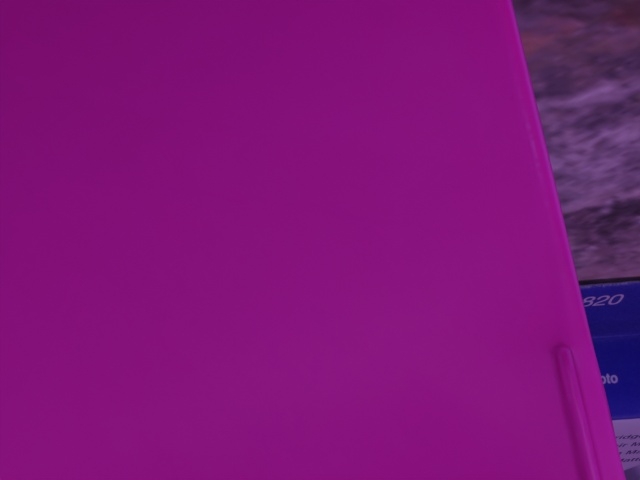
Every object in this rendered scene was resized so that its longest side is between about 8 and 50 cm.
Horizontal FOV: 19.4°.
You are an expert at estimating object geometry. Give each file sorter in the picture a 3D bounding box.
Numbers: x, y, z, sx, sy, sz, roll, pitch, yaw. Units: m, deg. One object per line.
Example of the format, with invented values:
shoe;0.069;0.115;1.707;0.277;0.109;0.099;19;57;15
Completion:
file sorter;-0.099;0.024;0.474;0.291;0.202;0.182;-8;159;-6

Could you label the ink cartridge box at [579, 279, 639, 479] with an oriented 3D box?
ink cartridge box;0.154;0.082;0.899;0.223;0.045;0.224;-4;155;-16
